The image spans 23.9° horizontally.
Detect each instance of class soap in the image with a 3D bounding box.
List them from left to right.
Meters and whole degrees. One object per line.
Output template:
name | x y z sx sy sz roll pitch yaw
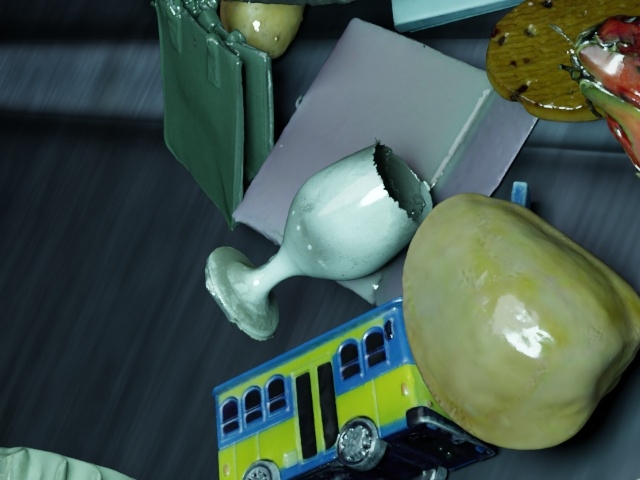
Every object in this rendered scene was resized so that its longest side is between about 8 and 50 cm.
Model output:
soap | 0.070 -0.087 1.757 0.285 0.107 0.296 33 92 48

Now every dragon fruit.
dragon fruit | 0.353 -0.151 1.410 0.234 0.293 0.234 -62 7 14

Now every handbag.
handbag | -0.131 -0.174 1.909 0.079 0.260 0.247 -17 37 -20

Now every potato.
potato | -0.076 -0.322 2.033 0.118 0.109 0.178 -32 39 57

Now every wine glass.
wine glass | 0.000 0.000 1.614 0.241 0.126 0.126 -33 48 25

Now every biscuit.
biscuit | 0.282 -0.203 1.616 0.212 0.036 0.212 -7 48 8

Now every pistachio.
pistachio | 0.180 0.077 1.483 0.212 0.163 0.260 -41 62 -15

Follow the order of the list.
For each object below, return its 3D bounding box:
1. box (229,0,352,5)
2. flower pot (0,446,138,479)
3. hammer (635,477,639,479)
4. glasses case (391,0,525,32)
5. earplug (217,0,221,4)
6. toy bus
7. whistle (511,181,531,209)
box | 0.045 -0.418 1.902 0.350 0.091 0.359 -43 33 -26
flower pot | -0.371 0.355 1.819 0.367 0.254 0.165 -17 56 39
hammer | 0.323 0.236 1.386 0.083 0.031 0.053 -22 57 27
glasses case | 0.203 -0.326 1.819 0.266 0.056 0.105 -8 86 41
earplug | -0.207 -0.429 2.192 0.214 0.175 0.325 -57 32 -7
toy bus | 0.030 0.194 1.610 0.287 0.138 0.175 -28 51 30
whistle | 0.175 0.014 1.615 0.090 0.090 0.158 -10 61 40
